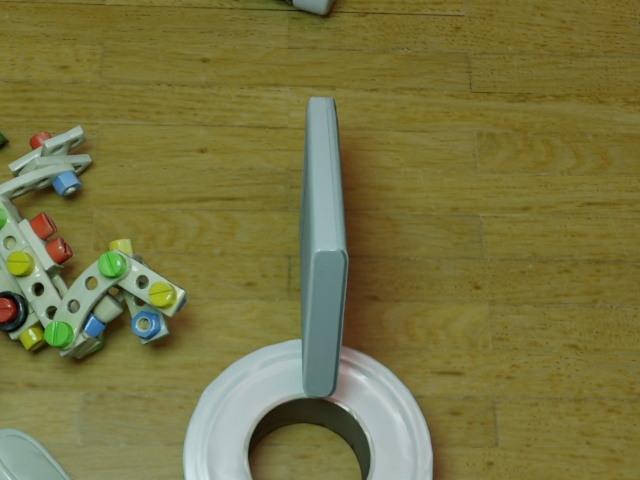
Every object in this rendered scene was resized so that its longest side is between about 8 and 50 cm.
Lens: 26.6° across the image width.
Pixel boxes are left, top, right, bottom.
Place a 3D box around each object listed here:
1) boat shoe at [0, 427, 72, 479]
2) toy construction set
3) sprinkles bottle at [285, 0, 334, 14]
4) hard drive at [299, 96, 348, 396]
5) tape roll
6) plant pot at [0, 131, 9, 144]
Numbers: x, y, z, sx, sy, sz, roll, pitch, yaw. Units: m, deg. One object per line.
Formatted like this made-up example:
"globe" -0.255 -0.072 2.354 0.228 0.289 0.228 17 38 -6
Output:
"boat shoe" -0.287 0.360 1.501 0.099 0.116 0.319 -43 79 23
"toy construction set" -0.311 0.006 1.618 0.215 0.151 0.327 -35 62 7
"sprinkles bottle" -0.141 -0.414 1.851 0.355 0.121 0.121 17 64 4
"hard drive" 0.000 0.000 1.552 0.040 0.203 0.307 1 36 -4
"tape roll" -0.016 0.262 1.551 0.286 0.100 0.286 2 64 -5
"plant pot" -0.453 -0.129 1.717 0.083 0.083 0.079 43 82 15
